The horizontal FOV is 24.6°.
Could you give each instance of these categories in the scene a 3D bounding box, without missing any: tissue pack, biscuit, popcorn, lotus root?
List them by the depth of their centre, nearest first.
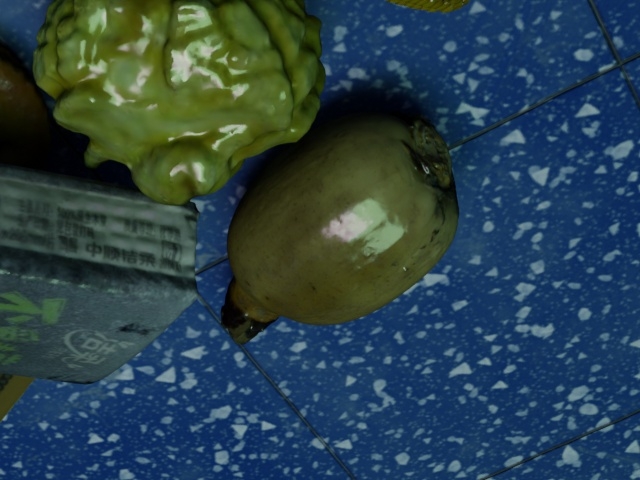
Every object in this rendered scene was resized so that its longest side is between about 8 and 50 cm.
[{"bbox_3d":[-0.115,-0.159,1.259,0.256,0.195,0.255,7,120,-17],"label":"popcorn"},{"bbox_3d":[-0.342,0.027,1.328,0.394,0.124,0.288,11,156,-26],"label":"tissue pack"},{"bbox_3d":[-0.357,-0.105,1.340,0.220,0.066,0.220,-7,134,-7],"label":"biscuit"},{"bbox_3d":[0.000,0.000,1.432,0.182,0.183,0.310,32,125,-31],"label":"lotus root"}]

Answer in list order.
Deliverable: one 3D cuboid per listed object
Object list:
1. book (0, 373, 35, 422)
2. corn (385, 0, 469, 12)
[{"bbox_3d":[-0.497,0.109,1.523,0.389,0.032,0.269,25,122,-27],"label":"book"},{"bbox_3d":[0.022,-0.264,1.223,0.313,0.102,0.102,24,123,-39],"label":"corn"}]
